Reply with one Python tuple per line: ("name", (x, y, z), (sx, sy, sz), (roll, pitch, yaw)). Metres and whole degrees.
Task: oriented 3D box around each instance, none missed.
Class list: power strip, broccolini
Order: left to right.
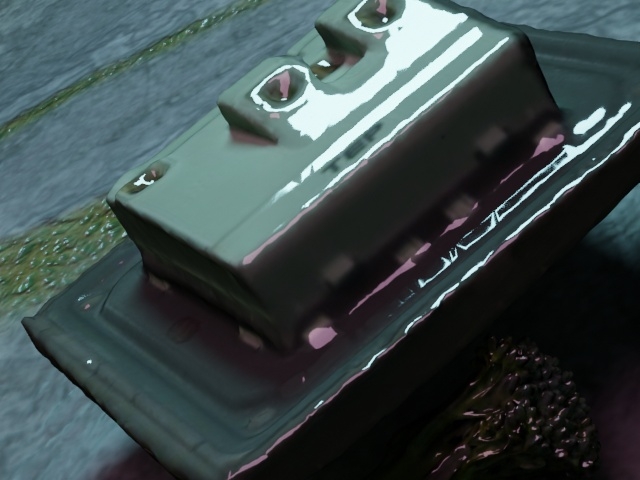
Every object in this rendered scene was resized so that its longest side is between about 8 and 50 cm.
("power strip", (-0.002, -0.026, 0.687), (0.257, 0.092, 0.251), (-39, 32, -14))
("broccolini", (0.005, 0.108, 0.633), (0.216, 0.067, 0.058), (-33, 25, 17))
